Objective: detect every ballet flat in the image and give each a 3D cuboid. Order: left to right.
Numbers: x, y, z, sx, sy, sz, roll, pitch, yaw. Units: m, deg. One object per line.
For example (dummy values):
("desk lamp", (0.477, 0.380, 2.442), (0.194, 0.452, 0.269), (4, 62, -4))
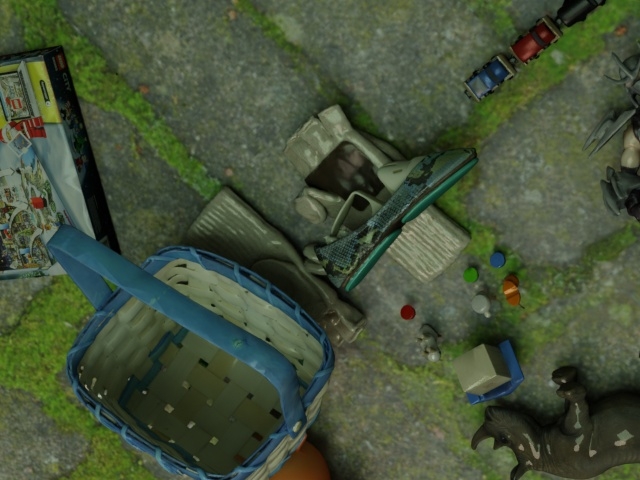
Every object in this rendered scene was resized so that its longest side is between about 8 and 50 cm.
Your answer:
("ballet flat", (0.062, -0.033, 1.185), (0.070, 0.070, 0.188), (43, 109, -2))

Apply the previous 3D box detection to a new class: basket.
("basket", (-0.120, 0.106, 1.202), (0.255, 0.289, 0.201), (32, 75, 19))

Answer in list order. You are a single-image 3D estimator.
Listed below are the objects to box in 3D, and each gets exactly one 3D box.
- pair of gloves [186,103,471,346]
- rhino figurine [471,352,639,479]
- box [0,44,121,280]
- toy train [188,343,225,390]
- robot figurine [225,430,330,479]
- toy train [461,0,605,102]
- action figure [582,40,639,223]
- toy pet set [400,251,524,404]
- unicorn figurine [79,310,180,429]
("pair of gloves", (0.000, 0.000, 1.266), (0.240, 0.042, 0.204), (-38, 96, 28))
("rhino figurine", (0.256, 0.179, 1.238), (0.243, 0.073, 0.106), (-16, 103, 25))
("box", (-0.315, -0.075, 1.337), (0.159, 0.044, 0.233), (-5, 110, 20))
("toy train", (-0.121, 0.142, 1.379), (0.024, 0.017, 0.083), (34, 119, 13))
("robot figurine", (-0.049, 0.297, 1.357), (0.158, 0.128, 0.219), (24, 125, 51))
("toy train", (0.187, -0.173, 1.133), (0.158, 0.036, 0.027), (-38, 96, 28))
("action figure", (0.347, -0.057, 1.097), (0.285, 0.099, 0.185), (48, 127, 0))
("toy pet set", (0.159, 0.092, 1.254), (0.122, 0.065, 0.114), (-31, 65, 24))
("unicorn figurine", (-0.201, 0.148, 1.383), (0.111, 0.060, 0.162), (32, 118, 4))
